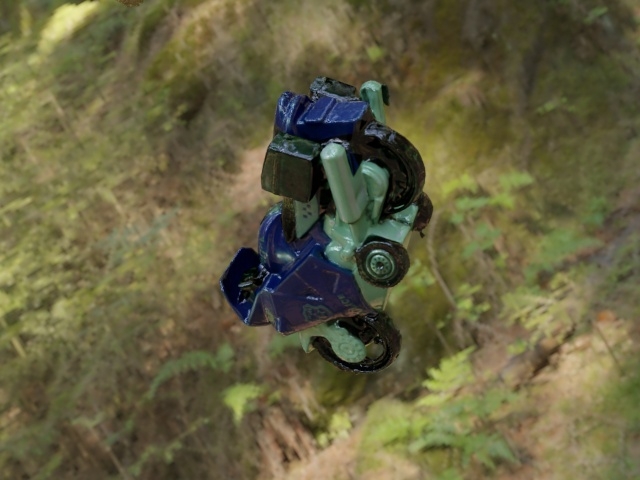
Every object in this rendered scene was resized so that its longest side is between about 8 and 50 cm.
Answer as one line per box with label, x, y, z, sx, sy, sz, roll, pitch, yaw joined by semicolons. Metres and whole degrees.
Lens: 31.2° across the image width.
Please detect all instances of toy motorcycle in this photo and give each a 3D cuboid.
toy motorcycle;0.000;0.000;1.111;0.125;0.196;0.331;-62;-17;-45

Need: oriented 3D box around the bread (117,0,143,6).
bread;-0.179;-0.261;0.804;0.160;0.140;0.169;-13;-48;-64
